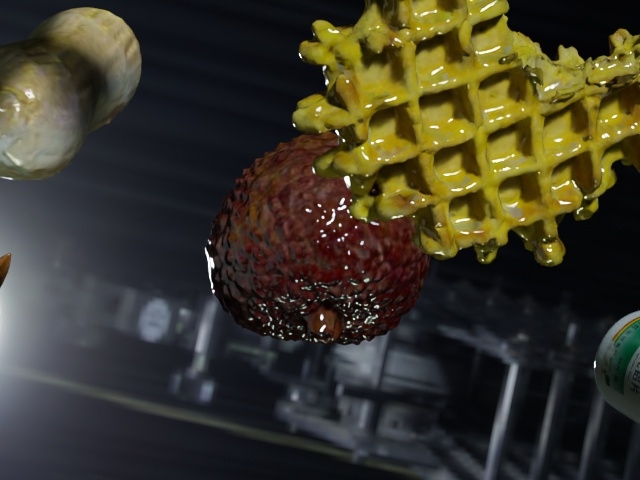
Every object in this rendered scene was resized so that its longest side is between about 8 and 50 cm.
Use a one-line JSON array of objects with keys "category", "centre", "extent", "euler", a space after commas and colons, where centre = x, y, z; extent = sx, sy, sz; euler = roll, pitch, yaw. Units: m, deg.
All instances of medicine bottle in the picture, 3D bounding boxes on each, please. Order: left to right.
[{"category": "medicine bottle", "centre": [0.254, 0.102, 1.064], "extent": [0.130, 0.080, 0.080], "euler": [-146, -110, -66]}]

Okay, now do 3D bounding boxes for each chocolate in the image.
[{"category": "chocolate", "centre": [-0.267, -0.146, 1.519], "extent": [0.309, 0.134, 0.134], "euler": [-54, 166, -64]}]

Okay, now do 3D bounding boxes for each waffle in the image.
[{"category": "waffle", "centre": [0.121, -0.102, 1.080], "extent": [0.260, 0.293, 0.069], "euler": [-53, -152, 11]}]

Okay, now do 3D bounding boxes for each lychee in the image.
[{"category": "lychee", "centre": [0.000, 0.000, 1.702], "extent": [0.260, 0.260, 0.261], "euler": [-167, -90, -75]}]

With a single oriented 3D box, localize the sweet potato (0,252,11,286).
[{"category": "sweet potato", "centre": [-0.439, 0.055, 2.040], "extent": [0.095, 0.034, 0.034], "euler": [-55, -176, -28]}]
